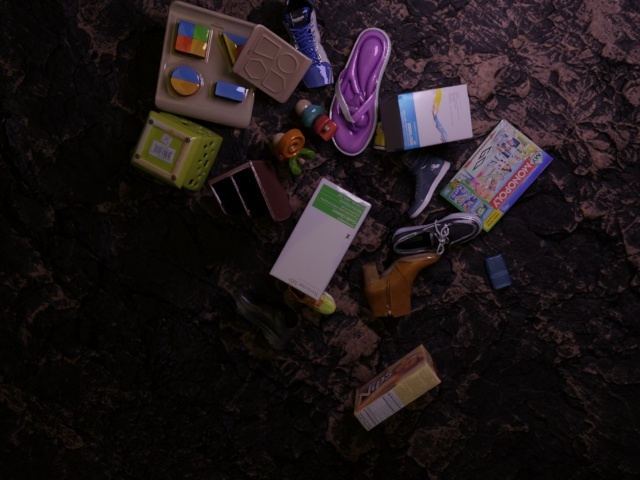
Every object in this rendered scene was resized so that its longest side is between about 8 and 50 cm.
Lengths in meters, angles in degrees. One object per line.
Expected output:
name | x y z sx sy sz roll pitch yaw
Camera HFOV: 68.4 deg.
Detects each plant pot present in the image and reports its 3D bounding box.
plant pot | -0.504 -0.309 1.624 0.228 0.207 0.227 27 101 1

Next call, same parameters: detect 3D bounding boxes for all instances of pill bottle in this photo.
pill bottle | 0.220 -0.366 1.599 0.065 0.065 0.116 11 100 5

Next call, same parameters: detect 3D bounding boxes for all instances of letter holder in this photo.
letter holder | -0.216 -0.141 1.569 0.152 0.302 0.214 -23 97 10

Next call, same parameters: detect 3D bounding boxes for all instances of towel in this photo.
towel | 0.621 0.110 1.653 0.067 0.029 0.119 -19 98 9

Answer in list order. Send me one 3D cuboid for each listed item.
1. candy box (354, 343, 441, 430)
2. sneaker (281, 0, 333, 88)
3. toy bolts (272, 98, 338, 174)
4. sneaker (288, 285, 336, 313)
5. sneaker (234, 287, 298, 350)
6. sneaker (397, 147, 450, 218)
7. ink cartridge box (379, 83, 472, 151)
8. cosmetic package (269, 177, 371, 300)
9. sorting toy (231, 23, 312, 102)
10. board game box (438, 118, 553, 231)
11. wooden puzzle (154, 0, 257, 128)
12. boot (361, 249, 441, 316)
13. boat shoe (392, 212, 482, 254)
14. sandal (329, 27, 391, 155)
candy box | 0.269 0.522 1.688 0.316 0.183 0.087 -39 93 11
sneaker | -0.059 -0.654 1.523 0.127 0.182 0.316 -14 98 10
toy bolts | -0.081 -0.371 1.568 0.228 0.218 0.158 -46 68 5
sneaker | -0.038 0.209 1.715 0.208 0.094 0.081 32 102 0
sneaker | -0.199 0.270 1.751 0.130 0.109 0.286 -42 102 5
sneaker | 0.313 -0.204 1.598 0.163 0.086 0.226 29 92 -10
ink cartridge box | 0.333 -0.384 1.497 0.232 0.171 0.168 -12 100 -10
cosmetic package | 0.000 0.000 1.608 0.197 0.155 0.366 28 87 1
sorting toy | -0.157 -0.568 1.525 0.208 0.038 0.193 27 135 -20
board game box | 0.586 -0.216 1.592 0.213 0.046 0.317 38 102 0
wooden puzzle | -0.363 -0.575 1.571 0.322 0.080 0.348 9 103 -18
boot | 0.301 0.158 1.672 0.295 0.104 0.211 -14 103 14
boat shoe | 0.395 -0.015 1.601 0.306 0.105 0.113 -7 112 13
sandal | 0.116 -0.493 1.561 0.169 0.102 0.416 15 102 15
